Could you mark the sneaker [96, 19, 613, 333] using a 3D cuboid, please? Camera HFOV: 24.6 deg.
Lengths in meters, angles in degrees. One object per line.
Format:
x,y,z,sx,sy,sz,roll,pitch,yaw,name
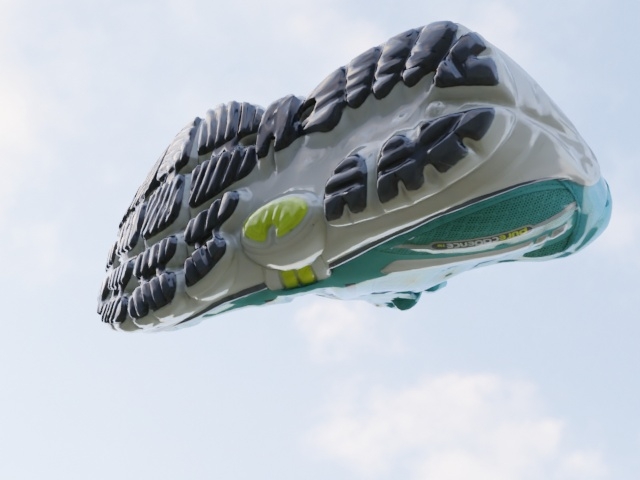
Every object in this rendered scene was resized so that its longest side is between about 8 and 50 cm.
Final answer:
0.000,0.000,0.642,0.275,0.107,0.110,-14,-38,44,sneaker
